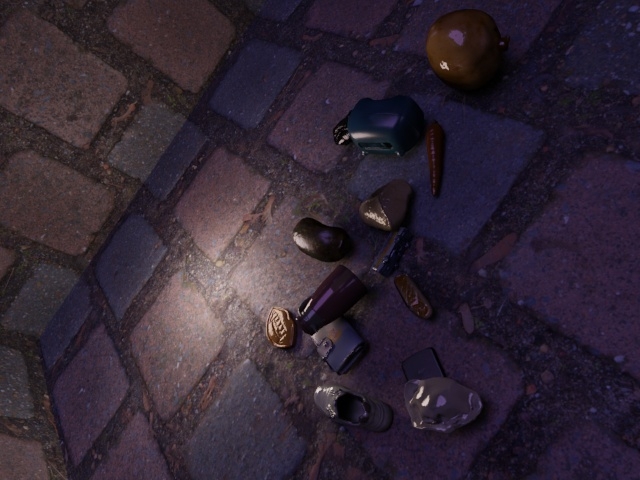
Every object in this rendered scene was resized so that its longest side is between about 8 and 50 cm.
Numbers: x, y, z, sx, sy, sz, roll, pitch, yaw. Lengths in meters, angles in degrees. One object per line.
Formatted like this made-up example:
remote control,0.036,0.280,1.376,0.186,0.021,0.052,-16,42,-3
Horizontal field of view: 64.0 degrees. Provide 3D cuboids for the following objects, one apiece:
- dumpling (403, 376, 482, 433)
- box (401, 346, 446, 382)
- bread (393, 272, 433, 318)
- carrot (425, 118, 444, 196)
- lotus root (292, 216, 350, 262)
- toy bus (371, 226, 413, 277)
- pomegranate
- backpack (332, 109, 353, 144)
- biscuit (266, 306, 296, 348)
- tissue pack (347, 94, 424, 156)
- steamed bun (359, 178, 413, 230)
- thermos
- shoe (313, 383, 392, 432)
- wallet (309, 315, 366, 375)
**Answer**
dumpling,0.351,0.478,1.490,0.250,0.132,0.162,-3,62,41
box,0.327,0.418,1.625,0.126,0.027,0.125,-35,51,21
bread,0.316,0.193,1.739,0.073,0.053,0.214,-42,43,10
carrot,0.431,-0.314,1.916,0.069,0.069,0.336,-15,61,36
lotus root,0.000,0.000,2.055,0.275,0.160,0.152,14,66,45
toy bus,0.262,0.040,1.870,0.190,0.064,0.075,-61,31,-4
pomegranate,0.523,-0.701,1.882,0.307,0.307,0.307,-21,55,33
backpack,0.128,-0.486,2.252,0.165,0.106,0.120,-27,63,54
biscuit,-0.164,0.358,2.094,0.142,0.029,0.221,-44,46,15
tissue pack,0.253,-0.451,2.047,0.287,0.198,0.206,9,71,39
steamed bun,0.244,-0.149,1.933,0.212,0.110,0.231,-53,31,-13
thermos,0.022,0.224,1.867,0.265,0.146,0.176,-43,29,-10
shoe,0.072,0.542,1.689,0.316,0.159,0.124,2,70,39
wallet,0.062,0.366,1.862,0.170,0.069,0.231,-48,38,4
